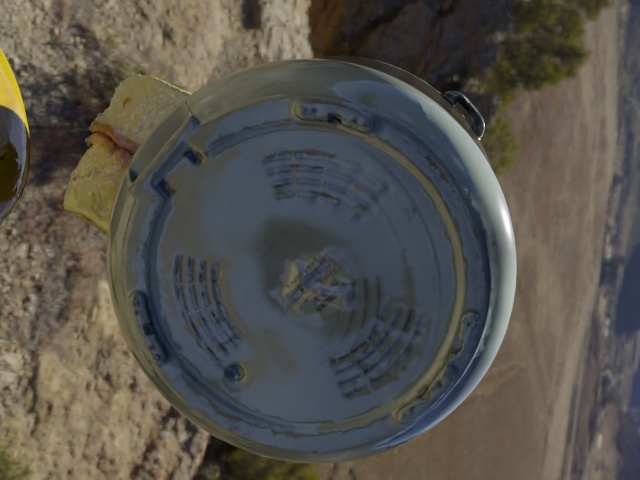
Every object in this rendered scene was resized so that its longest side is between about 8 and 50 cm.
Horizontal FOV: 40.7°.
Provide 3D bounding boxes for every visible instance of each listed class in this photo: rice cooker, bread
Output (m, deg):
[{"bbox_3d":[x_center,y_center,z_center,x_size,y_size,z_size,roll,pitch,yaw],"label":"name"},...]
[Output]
[{"bbox_3d":[0.000,0.000,0.758,0.325,0.335,0.335,-64,155,-75],"label":"rice cooker"},{"bbox_3d":[-0.243,-0.108,1.238,0.240,0.178,0.135,-63,180,-13],"label":"bread"}]

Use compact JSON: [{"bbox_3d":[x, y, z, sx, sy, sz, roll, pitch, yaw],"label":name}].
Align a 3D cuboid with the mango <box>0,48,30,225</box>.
[{"bbox_3d":[-0.358,-0.124,0.754,0.317,0.176,0.119,66,-17,14],"label":"mango"}]
